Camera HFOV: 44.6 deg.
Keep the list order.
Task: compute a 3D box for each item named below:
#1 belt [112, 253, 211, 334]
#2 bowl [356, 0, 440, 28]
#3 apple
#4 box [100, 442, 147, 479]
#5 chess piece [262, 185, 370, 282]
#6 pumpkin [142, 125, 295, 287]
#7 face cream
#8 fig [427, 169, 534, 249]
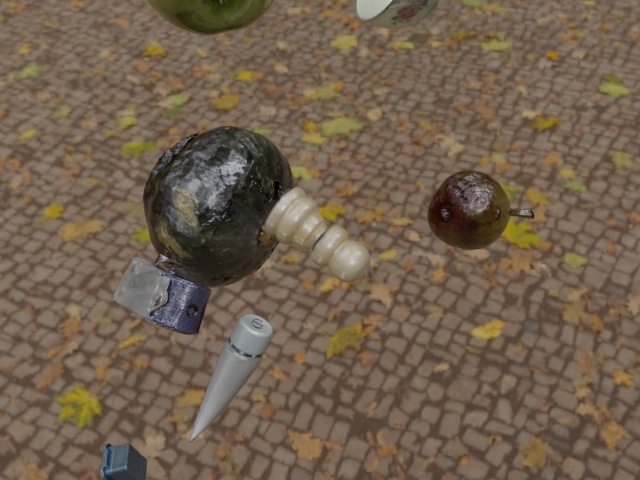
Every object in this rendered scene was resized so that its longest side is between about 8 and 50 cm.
[{"bbox_3d":[-0.308,0.102,1.562,0.140,0.126,0.231,23,-4,-37],"label":"belt"},{"bbox_3d":[0.221,-0.644,1.952,0.145,0.277,0.277,22,34,-28],"label":"bowl"},{"bbox_3d":[-0.256,-0.652,1.761,0.358,0.357,0.357,0,42,0],"label":"apple"},{"bbox_3d":[-0.379,0.439,1.517,0.054,0.099,0.074,-16,47,9],"label":"box"},{"bbox_3d":[0.000,0.000,1.849,0.261,0.142,0.143,39,52,9],"label":"chess piece"},{"bbox_3d":[-0.265,-0.086,2.127,0.344,0.454,0.454,30,50,32],"label":"pumpkin"},{"bbox_3d":[-0.200,0.307,1.718,0.089,0.314,0.143,29,20,8],"label":"face cream"},{"bbox_3d":[0.450,-0.068,2.084,0.321,0.216,0.217,7,34,-34],"label":"fig"}]
